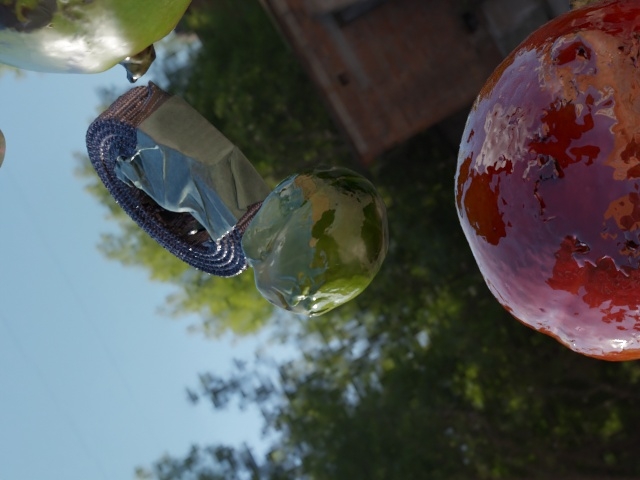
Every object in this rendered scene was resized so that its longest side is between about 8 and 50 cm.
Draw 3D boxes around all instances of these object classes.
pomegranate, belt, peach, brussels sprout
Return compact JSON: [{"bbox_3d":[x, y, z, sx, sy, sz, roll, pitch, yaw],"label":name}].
[{"bbox_3d":[-0.221,-0.276,1.048,0.340,0.260,0.260,50,-167,-29],"label":"pomegranate"},{"bbox_3d":[-0.208,-0.084,2.057,0.325,0.122,0.260,42,150,6],"label":"belt"},{"bbox_3d":[0.293,-0.055,1.284,0.370,0.370,0.370,59,-171,-15],"label":"peach"},{"bbox_3d":[0.004,0.001,1.371,0.118,0.155,0.155,7,-131,-43],"label":"brussels sprout"}]

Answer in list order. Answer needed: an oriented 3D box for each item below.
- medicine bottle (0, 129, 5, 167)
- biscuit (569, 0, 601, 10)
[{"bbox_3d":[-0.473,-0.126,1.643,0.183,0.086,0.086,21,-142,-51],"label":"medicine bottle"},{"bbox_3d":[0.376,-0.351,1.681,0.061,0.183,0.118,30,-150,36],"label":"biscuit"}]
